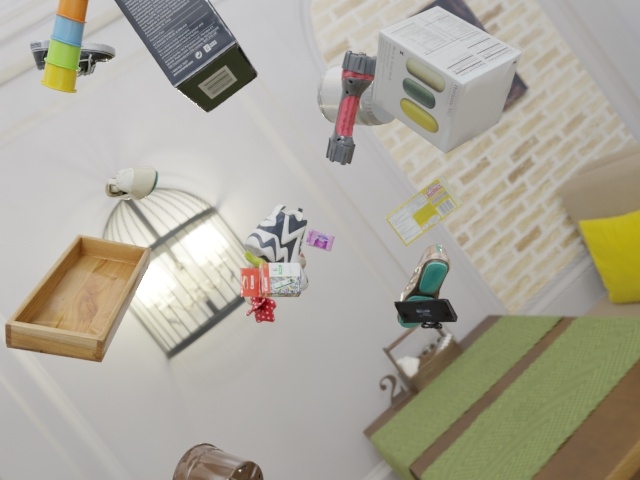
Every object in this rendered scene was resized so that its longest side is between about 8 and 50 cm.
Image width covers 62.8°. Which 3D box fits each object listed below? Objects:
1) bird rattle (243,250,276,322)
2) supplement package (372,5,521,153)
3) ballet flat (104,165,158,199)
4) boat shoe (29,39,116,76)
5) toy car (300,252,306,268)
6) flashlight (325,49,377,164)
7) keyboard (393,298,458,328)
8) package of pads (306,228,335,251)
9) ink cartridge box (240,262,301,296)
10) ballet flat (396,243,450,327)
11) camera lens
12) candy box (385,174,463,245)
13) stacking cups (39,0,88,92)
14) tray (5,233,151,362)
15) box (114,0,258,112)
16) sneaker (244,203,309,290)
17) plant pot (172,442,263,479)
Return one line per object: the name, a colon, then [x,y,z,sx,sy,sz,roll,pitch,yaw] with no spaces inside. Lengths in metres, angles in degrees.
bird rattle: [-0.210,0.158,1.836,0.142,0.254,0.206,2,-1,-28]
supplement package: [0.289,-0.387,1.253,0.198,0.262,0.199,-31,-33,-23]
ballet flat: [-0.490,-0.143,1.330,0.086,0.086,0.248,-39,18,-32]
boat shoe: [-0.809,-0.602,1.750,0.113,0.105,0.306,-3,13,24]
toy car: [-0.189,0.040,2.090,0.210,0.238,0.219,-23,-21,-7]
flashlight: [0.085,-0.365,1.465,0.103,0.103,0.304,-26,-46,-55]
keyboard: [0.302,0.209,1.494,0.180,0.108,0.023,-9,26,44]
package of pads: [0.000,0.000,1.581,0.032,0.083,0.050,13,87,63]
ink cartridge box: [-0.096,0.076,1.014,0.114,0.063,0.029,1,-23,-14]
ballet flat: [0.307,0.133,1.556,0.106,0.107,0.316,-85,11,-47]
camera lens: [0.140,-0.539,1.943,0.274,0.220,0.219,16,43,42]
candy box: [0.298,-0.086,1.511,0.205,0.105,0.027,-36,-2,2]
stacking cups: [-0.667,-0.559,1.394,0.317,0.095,0.096,-68,-8,19]
tray: [-0.578,0.128,1.306,0.411,0.202,0.076,-93,17,-61]
box: [-0.394,-0.612,1.500,0.211,0.396,0.293,-35,-2,4]
sneaker: [-0.065,0.007,1.201,0.094,0.235,0.153,15,67,42]
plant pot: [-0.235,0.577,1.239,0.165,0.167,0.167,-8,21,37]
